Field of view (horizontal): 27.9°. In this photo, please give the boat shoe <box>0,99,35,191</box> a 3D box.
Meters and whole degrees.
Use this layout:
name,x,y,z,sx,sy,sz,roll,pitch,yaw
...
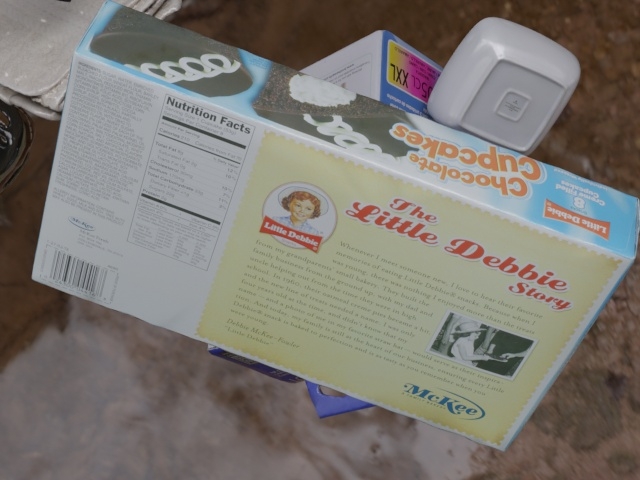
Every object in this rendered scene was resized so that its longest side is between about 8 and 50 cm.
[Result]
name,x,y,z,sx,sy,sz,roll,pitch,yaw
boat shoe,-0.458,-0.044,1.527,0.324,0.120,0.122,-37,87,10

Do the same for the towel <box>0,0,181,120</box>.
name,x,y,z,sx,sy,sz,roll,pitch,yaw
towel,-0.272,-0.225,1.238,0.282,0.049,0.187,31,73,36

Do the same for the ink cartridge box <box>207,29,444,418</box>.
name,x,y,z,sx,sy,sz,roll,pitch,yaw
ink cartridge box,0.014,-0.003,1.480,0.270,0.151,0.395,-21,55,42

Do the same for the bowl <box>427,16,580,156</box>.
name,x,y,z,sx,sy,sz,roll,pitch,yaw
bowl,0.203,-0.158,1.397,0.142,0.142,0.053,-59,21,26

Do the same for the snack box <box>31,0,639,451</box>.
name,x,y,z,sx,sy,sz,roll,pitch,yaw
snack box,0.000,0.000,0.761,0.322,0.187,0.060,21,43,-3
